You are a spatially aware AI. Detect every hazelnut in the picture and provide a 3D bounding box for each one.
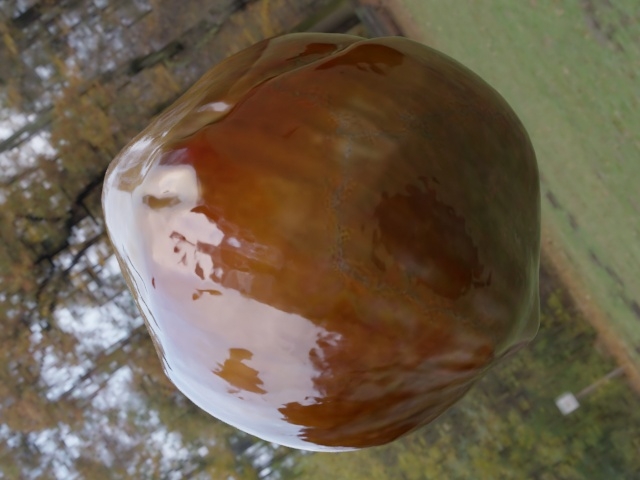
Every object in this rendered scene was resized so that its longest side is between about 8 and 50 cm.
[{"bbox_3d":[0.000,0.000,0.449,0.182,0.182,0.182,55,-173,-10],"label":"hazelnut"}]
